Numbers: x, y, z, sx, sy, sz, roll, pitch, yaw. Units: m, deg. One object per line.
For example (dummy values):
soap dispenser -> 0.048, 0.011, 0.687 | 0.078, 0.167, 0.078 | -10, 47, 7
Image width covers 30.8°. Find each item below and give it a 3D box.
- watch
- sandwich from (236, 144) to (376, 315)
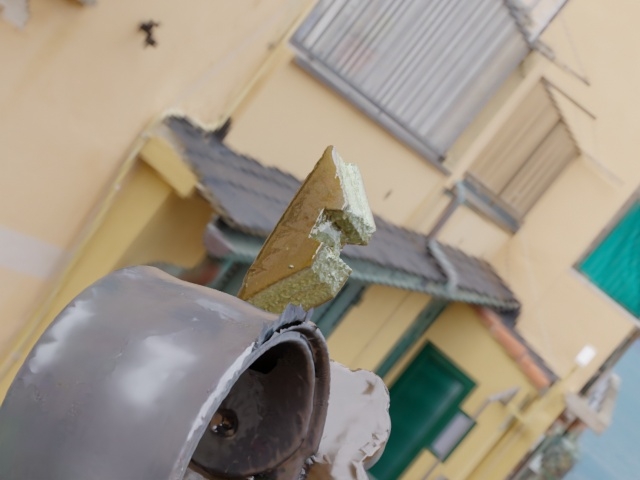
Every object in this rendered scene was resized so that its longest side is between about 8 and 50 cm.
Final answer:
watch -> -0.109, 0.163, 0.941 | 0.314, 0.335, 0.327 | 20, -30, 20
sandwich -> 0.000, 0.000, 1.420 | 0.088, 0.244, 0.090 | 15, -21, 40
